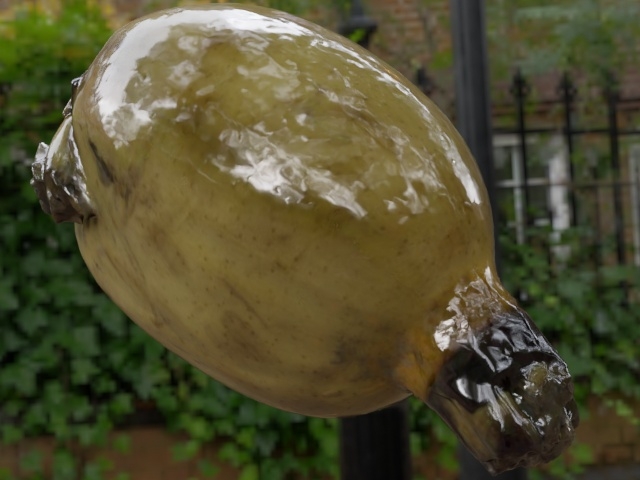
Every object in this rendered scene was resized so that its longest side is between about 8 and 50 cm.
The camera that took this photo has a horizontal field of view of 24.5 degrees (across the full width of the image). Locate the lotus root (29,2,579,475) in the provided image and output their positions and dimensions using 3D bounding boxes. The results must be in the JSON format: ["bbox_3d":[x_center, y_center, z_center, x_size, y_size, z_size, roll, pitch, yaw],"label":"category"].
[{"bbox_3d":[0.000,0.000,0.722,0.310,0.182,0.183,35,19,31],"label":"lotus root"}]
